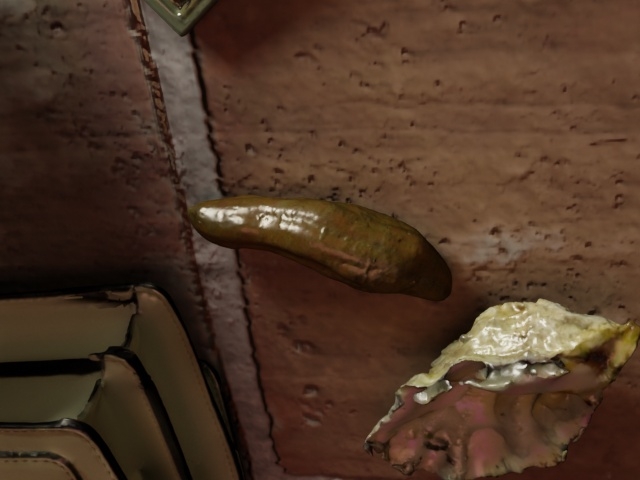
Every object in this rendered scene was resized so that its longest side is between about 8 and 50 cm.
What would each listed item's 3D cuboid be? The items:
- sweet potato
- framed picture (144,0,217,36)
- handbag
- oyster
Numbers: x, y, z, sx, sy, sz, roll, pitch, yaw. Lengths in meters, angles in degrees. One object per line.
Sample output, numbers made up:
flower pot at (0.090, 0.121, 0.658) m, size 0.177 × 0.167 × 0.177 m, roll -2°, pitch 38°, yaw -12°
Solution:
sweet potato at (0.000, -0.002, 0.604) m, size 0.182 × 0.054 × 0.053 m, roll 16°, pitch 112°, yaw 6°
framed picture at (-0.061, -0.256, 0.478) m, size 0.192 × 0.018 × 0.265 m, roll 44°, pitch 124°, yaw -15°
handbag at (-0.257, 0.167, 0.699) m, size 0.359 × 0.160 × 0.236 m, roll -5°, pitch 124°, yaw 16°
oyster at (0.111, 0.104, 0.636) m, size 0.133 × 0.072 × 0.209 m, roll 15°, pitch 141°, yaw -3°
